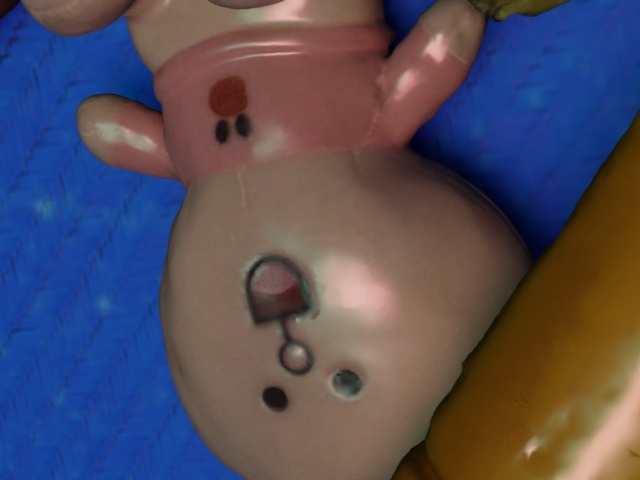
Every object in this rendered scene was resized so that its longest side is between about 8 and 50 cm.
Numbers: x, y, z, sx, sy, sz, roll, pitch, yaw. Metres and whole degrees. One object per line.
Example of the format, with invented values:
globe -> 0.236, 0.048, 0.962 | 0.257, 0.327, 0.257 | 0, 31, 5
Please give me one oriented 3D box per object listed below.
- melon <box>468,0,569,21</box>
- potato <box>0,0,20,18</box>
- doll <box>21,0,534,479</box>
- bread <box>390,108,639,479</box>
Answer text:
melon -> 0.065, -0.236, 0.541 | 0.124, 0.196, 0.323 | -8, 89, -3
potato -> -0.164, -0.141, 0.618 | 0.264, 0.211, 0.189 | -17, 95, 20
doll -> 0.002, -0.007, 0.644 | 0.155, 0.113, 0.275 | -19, 103, 22
bread -> 0.142, 0.025, 0.556 | 0.166, 0.112, 0.383 | 30, 98, -12
